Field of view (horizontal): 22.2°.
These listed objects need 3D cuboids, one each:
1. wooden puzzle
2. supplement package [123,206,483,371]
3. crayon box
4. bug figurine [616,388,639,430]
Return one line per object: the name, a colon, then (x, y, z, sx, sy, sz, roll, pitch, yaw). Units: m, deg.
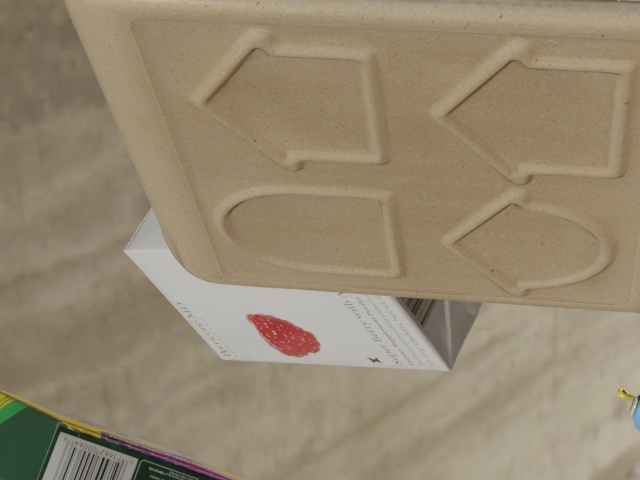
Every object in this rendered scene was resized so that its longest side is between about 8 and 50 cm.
wooden puzzle: (0.054, -0.058, 0.906, 0.347, 0.322, 0.081, 8, -116, 11)
supplement package: (0.000, 0.000, 1.516, 0.293, 0.177, 0.175, -1, -131, 43)
crayon box: (-0.241, 0.304, 2.058, 0.363, 0.106, 0.313, 24, 171, -27)
bug figurine: (0.324, 0.264, 1.416, 0.216, 0.279, 0.072, 23, -163, 23)
